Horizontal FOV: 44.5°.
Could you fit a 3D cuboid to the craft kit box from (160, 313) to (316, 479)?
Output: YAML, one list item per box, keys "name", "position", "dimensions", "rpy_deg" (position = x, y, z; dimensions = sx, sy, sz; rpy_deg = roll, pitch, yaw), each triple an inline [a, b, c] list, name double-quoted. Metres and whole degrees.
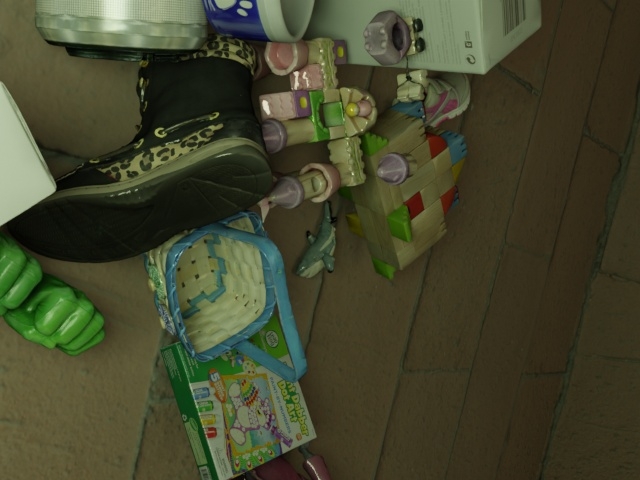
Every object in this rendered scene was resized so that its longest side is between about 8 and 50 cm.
- name: "craft kit box"
  position: [-0.141, 0.278, 1.401]
  dimensions: [0.247, 0.061, 0.249]
  rpy_deg: [-12, 80, -51]

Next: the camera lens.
- name: "camera lens"
  position: [-0.250, -0.372, 0.997]
  dimensions: [0.219, 0.219, 0.274]
  rpy_deg: [-13, 113, -48]

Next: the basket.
- name: "basket"
  position: [-0.145, 0.079, 1.229]
  dimensions: [0.201, 0.289, 0.254]
  rpy_deg: [-36, 127, -38]

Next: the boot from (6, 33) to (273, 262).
- name: "boot"
  position: [-0.246, -0.136, 1.104]
  dimensions: [0.138, 0.377, 0.284]
  rpy_deg: [54, 24, -45]

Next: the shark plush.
- name: "shark plush"
  position: [0.000, 0.000, 1.572]
  dimensions: [0.067, 0.073, 0.161]
  rpy_deg: [17, 94, -22]

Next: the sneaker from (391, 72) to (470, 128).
- name: "sneaker"
  position: [0.245, -0.315, 1.717]
  dimensions: [0.252, 0.103, 0.111]
  rpy_deg: [-46, 136, -31]

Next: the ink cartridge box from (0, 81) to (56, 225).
- name: "ink cartridge box"
  position: [-0.455, -0.069, 0.787]
  dimensions: [0.226, 0.306, 0.131]
  rpy_deg: [-43, 132, -33]

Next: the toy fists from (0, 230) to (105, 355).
- name: "toy fists"
  position: [-0.400, 0.065, 1.033]
  dimensions: [0.096, 0.142, 0.279]
  rpy_deg: [-58, 138, -19]

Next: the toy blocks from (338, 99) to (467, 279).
- name: "toy blocks"
  position: [0.193, -0.133, 1.610]
  dimensions: [0.261, 0.191, 0.381]
  rpy_deg: [-37, 130, -23]

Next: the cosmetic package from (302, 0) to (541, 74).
- name: "cosmetic package"
  position: [0.159, -0.408, 1.354]
  dimensions: [0.217, 0.385, 0.156]
  rpy_deg: [-42, 133, -37]

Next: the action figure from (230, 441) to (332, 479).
- name: "action figure"
  position: [-0.049, 0.500, 1.532]
  dimensions: [0.370, 0.276, 0.248]
  rpy_deg: [32, 71, -37]

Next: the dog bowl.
- name: "dog bowl"
  position: [-0.075, -0.399, 1.037]
  dimensions: [0.265, 0.104, 0.264]
  rpy_deg: [6, 90, -80]

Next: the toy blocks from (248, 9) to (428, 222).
- name: "toy blocks"
  position: [-0.018, -0.195, 1.238]
  dimensions: [0.260, 0.309, 0.288]
  rpy_deg: [-20, 105, -53]
